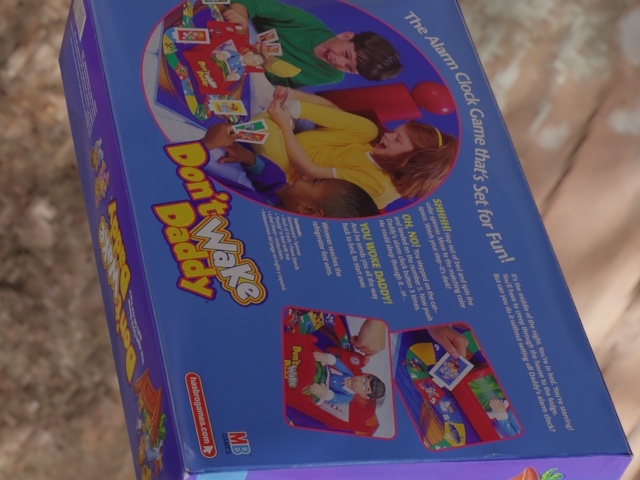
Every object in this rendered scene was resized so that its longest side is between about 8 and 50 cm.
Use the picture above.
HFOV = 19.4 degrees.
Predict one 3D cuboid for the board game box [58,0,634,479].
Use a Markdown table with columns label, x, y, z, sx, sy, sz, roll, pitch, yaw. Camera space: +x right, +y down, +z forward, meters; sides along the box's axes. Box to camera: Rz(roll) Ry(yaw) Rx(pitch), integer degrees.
| label | x | y | z | sx | sy | sz | roll | pitch | yaw |
| --- | --- | --- | --- | --- | --- | --- | --- | --- | --- |
| board game box | 0.000 | 0.000 | 1.015 | 0.233 | 0.347 | 0.078 | 1 | 139 | -20 |
